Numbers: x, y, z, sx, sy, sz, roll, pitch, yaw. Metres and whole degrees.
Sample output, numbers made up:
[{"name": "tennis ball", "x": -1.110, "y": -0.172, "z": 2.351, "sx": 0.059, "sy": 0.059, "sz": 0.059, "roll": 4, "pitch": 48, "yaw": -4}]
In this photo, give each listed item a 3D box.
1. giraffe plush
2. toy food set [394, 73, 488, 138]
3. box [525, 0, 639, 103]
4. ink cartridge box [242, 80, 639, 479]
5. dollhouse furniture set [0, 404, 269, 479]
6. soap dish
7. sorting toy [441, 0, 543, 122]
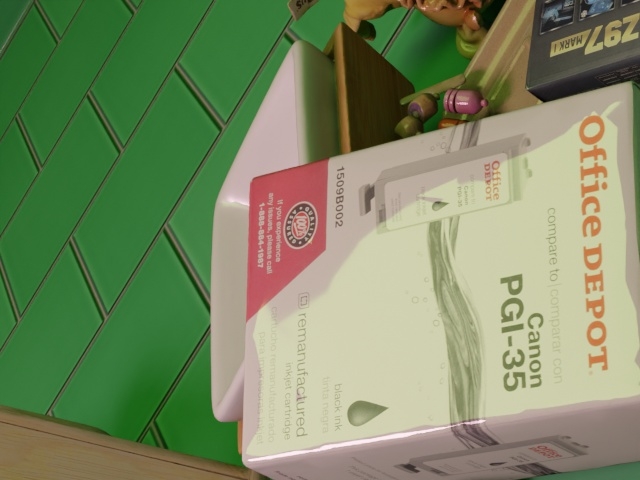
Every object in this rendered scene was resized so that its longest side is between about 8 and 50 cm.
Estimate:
[{"name": "giraffe plush", "x": 0.095, "y": -0.249, "z": 1.540, "sx": 0.170, "sy": 0.181, "sz": 0.210, "roll": 24, "pitch": 75, "yaw": 43}, {"name": "toy food set", "x": 0.096, "y": -0.085, "z": 1.386, "sx": 0.078, "sy": 0.019, "sz": 0.122, "roll": -22, "pitch": 45, "yaw": 9}, {"name": "box", "x": 0.252, "y": -0.196, "z": 1.223, "sx": 0.232, "sy": 0.059, "sz": 0.183, "roll": -16, "pitch": 57, "yaw": 45}, {"name": "ink cartridge box", "x": 0.098, "y": 0.038, "z": 1.127, "sx": 0.283, "sy": 0.117, "sz": 0.207, "roll": -14, "pitch": 64, "yaw": 32}, {"name": "dollhouse furniture set", "x": -0.221, "y": 0.324, "z": 1.557, "sx": 0.394, "sy": 0.256, "sz": 0.362, "roll": 116, "pitch": 166, "yaw": -53}, {"name": "soap dish", "x": 0.000, "y": 0.000, "z": 1.447, "sx": 0.291, "sy": 0.118, "sz": 0.229, "roll": -92, "pitch": 25, "yaw": -48}, {"name": "sorting toy", "x": 0.177, "y": -0.097, "z": 1.356, "sx": 0.307, "sy": 0.041, "sz": 0.229, "roll": -60, "pitch": 30, "yaw": 5}]
